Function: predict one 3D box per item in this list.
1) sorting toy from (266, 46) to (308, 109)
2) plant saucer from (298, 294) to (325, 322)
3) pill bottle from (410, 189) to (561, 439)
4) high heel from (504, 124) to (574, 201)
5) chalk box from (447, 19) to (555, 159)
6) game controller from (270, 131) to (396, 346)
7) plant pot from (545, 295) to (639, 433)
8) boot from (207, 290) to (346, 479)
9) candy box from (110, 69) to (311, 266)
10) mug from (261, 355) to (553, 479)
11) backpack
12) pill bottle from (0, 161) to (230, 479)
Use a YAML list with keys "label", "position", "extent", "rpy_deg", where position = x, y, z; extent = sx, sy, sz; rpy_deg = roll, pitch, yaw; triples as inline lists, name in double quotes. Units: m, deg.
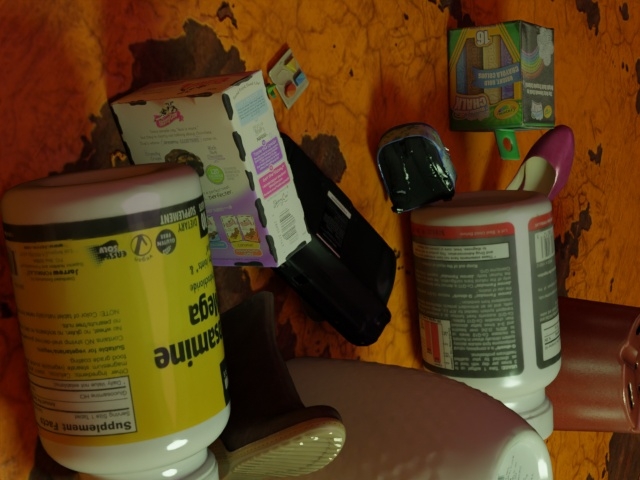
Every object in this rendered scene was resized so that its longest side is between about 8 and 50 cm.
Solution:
- label: "sorting toy"
  position: [-0.045, -0.199, 1.324]
  extent: [0.083, 0.012, 0.062]
  rpy_deg: [-56, 132, -36]
- label: "plant saucer"
  position: [-0.006, 0.067, 1.379]
  extent: [0.083, 0.015, 0.084]
  rpy_deg: [-2, 92, -53]
- label: "pill bottle"
  position: [0.252, 0.115, 1.562]
  extent: [0.210, 0.210, 0.363]
  rpy_deg: [-17, 104, -52]
- label: "high heel"
  position: [0.334, -0.079, 1.707]
  extent: [0.117, 0.082, 0.244]
  rpy_deg: [-21, 147, -59]
- label: "chalk box"
  position: [0.293, -0.237, 1.675]
  extent: [0.132, 0.132, 0.213]
  rpy_deg: [-5, 96, -54]
- label: "game controller"
  position: [0.000, 0.000, 1.341]
  extent: [0.319, 0.067, 0.167]
  rpy_deg: [46, 38, -38]
- label: "plant pot"
  position: [0.420, 0.208, 1.739]
  extent: [0.272, 0.265, 0.273]
  rpy_deg: [-2, 93, -52]
- label: "boot"
  position: [-0.062, 0.146, 1.098]
  extent: [0.090, 0.248, 0.207]
  rpy_deg: [16, 60, -31]
- label: "candy box"
  position: [-0.116, -0.073, 1.107]
  extent: [0.070, 0.164, 0.196]
  rpy_deg: [-40, 122, -45]
- label: "mug"
  position: [0.087, 0.336, 1.249]
  extent: [0.276, 0.328, 0.374]
  rpy_deg: [32, 66, -48]
- label: "backpack"
  position: [0.135, -0.113, 1.494]
  extent: [0.084, 0.105, 0.114]
  rpy_deg: [-76, 146, -54]
- label: "pill bottle"
  position: [-0.187, 0.102, 0.998]
  extent: [0.188, 0.187, 0.334]
  rpy_deg: [-20, 107, -51]
